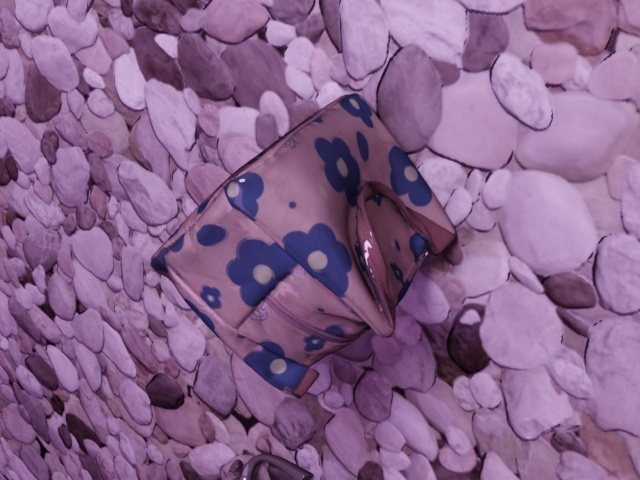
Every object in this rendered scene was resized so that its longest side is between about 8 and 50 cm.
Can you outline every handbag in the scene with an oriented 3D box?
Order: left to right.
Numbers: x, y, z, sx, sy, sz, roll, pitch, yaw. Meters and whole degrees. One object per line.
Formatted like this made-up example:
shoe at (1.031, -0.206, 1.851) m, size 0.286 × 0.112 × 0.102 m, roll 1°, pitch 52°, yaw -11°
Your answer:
handbag at (0.000, 0.000, 0.812) m, size 0.190 × 0.251 × 0.193 m, roll -37°, pitch 94°, yaw 37°

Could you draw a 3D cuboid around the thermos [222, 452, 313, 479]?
thermos at (-0.056, 0.358, 1.145) m, size 0.193 × 0.105 × 0.137 m, roll 20°, pitch 96°, yaw 40°
